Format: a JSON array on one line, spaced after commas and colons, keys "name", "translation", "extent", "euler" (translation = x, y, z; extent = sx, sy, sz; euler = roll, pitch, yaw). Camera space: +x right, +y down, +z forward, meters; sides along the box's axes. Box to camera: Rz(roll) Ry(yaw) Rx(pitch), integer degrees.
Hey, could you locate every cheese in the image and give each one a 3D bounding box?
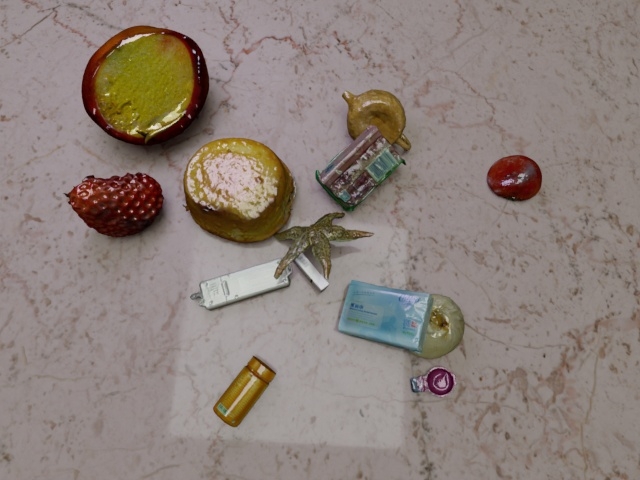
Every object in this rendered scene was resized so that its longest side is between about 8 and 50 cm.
[{"name": "cheese", "translation": [0.362, 0.455, 1.299], "extent": [0.145, 0.038, 0.095], "euler": [-7, 75, 1]}]

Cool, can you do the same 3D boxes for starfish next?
[{"name": "starfish", "translation": [0.000, -0.002, 1.268], "extent": [0.348, 0.357, 0.078], "euler": [-14, 120, -12]}]

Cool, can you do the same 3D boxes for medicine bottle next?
[{"name": "medicine bottle", "translation": [-0.229, 0.457, 1.233], "extent": [0.096, 0.096, 0.191], "euler": [36, 77, 5]}]

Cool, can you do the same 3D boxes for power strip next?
[{"name": "power strip", "translation": [-0.255, 0.145, 1.327], "extent": [0.339, 0.058, 0.098], "euler": [-16, 78, -8]}]

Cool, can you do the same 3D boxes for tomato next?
[{"name": "tomato", "translation": [0.711, -0.236, 1.456], "extent": [0.190, 0.099, 0.173], "euler": [15, 78, 2]}]

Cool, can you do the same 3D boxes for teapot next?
[{"name": "teapot", "translation": [0.206, -0.430, 1.451], "extent": [0.312, 0.203, 0.166], "euler": [31, 32, -17]}]

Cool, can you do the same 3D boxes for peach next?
[{"name": "peach", "translation": [-0.564, -0.507, 1.339], "extent": [0.406, 0.310, 0.335], "euler": [-47, 121, -2]}]

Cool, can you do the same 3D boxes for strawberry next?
[{"name": "strawberry", "translation": [-0.607, -0.104, 1.263], "extent": [0.254, 0.280, 0.150], "euler": [-34, 83, -20]}]

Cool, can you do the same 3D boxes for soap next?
[{"name": "soap", "translation": [0.139, -0.241, 1.376], "extent": [0.273, 0.098, 0.218], "euler": [-44, 108, 3]}]

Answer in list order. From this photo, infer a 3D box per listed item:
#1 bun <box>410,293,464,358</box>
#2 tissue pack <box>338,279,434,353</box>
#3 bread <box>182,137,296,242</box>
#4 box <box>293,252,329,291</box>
[{"name": "bun", "translation": [0.361, 0.271, 1.298], "extent": [0.223, 0.127, 0.222], "euler": [0, 78, -1]}, {"name": "tissue pack", "translation": [0.200, 0.231, 1.264], "extent": [0.264, 0.089, 0.176], "euler": [9, 75, 27]}, {"name": "bread", "translation": [-0.263, -0.169, 1.331], "extent": [0.359, 0.204, 0.336], "euler": [14, 81, -1]}, {"name": "box", "translation": [-0.036, 0.101, 1.337], "extent": [0.040, 0.084, 0.154], "euler": [-40, 82, -13]}]
